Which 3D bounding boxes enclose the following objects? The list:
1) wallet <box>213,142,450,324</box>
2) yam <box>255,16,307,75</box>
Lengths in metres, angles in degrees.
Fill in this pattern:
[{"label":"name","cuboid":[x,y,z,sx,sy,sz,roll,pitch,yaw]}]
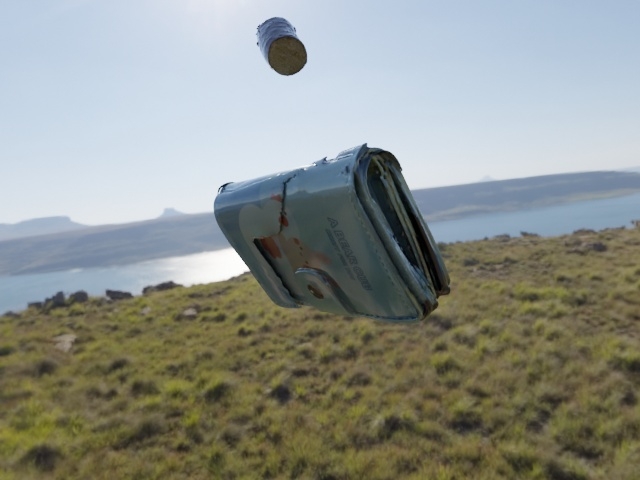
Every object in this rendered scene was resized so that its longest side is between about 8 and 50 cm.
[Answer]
[{"label":"wallet","cuboid":[0.000,0.000,0.505,0.250,0.176,0.075,-3,33,51]},{"label":"yam","cuboid":[-0.075,-0.368,0.899,0.084,0.084,0.127,-7,39,-11]}]
